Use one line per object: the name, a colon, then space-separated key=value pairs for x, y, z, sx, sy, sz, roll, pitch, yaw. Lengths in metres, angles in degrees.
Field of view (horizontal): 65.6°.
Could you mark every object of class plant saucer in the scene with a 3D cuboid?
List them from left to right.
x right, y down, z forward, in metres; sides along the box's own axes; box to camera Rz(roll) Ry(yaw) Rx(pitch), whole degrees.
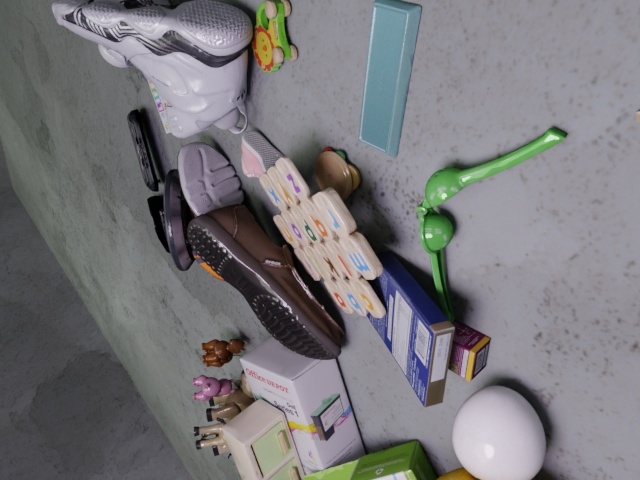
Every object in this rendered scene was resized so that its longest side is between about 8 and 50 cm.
plant saucer: x=0.082 y=-0.202 z=0.634 sx=0.067 sy=0.018 sz=0.192 roll=34 pitch=137 yaw=34

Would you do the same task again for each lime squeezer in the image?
lime squeezer: x=0.173 y=-0.024 z=0.620 sx=0.110 sy=0.058 sz=0.310 roll=20 pitch=132 yaw=5

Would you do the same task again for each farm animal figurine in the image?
farm animal figurine: x=-0.191 y=0.405 z=1.210 sx=0.330 sy=0.172 sz=0.326 roll=-104 pitch=9 yaw=-55

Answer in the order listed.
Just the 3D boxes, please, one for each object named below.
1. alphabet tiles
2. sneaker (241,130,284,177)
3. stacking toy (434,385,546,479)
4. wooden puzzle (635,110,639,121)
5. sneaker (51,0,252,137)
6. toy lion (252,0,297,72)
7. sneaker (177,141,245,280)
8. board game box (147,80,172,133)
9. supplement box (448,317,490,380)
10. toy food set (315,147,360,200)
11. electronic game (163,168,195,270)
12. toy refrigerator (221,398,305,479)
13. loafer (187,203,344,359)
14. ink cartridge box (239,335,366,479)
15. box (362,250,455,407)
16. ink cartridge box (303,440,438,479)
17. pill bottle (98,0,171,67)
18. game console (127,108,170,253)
alphabet tiles: x=0.000 y=0.000 z=0.784 sx=0.278 sy=0.021 sz=0.284 roll=58 pitch=161 yaw=-6
sneaker: x=-0.097 y=-0.127 z=0.879 sx=0.134 sy=0.051 sz=0.070 roll=50 pitch=145 yaw=21
stacking toy: x=0.221 y=0.432 z=0.648 sx=0.351 sy=0.351 sz=0.479 roll=9 pitch=95 yaw=48
wooden puzzle: x=0.312 y=-0.102 z=0.419 sx=0.083 sy=0.006 sz=0.049 roll=30 pitch=133 yaw=37
sneaker: x=-0.279 y=-0.299 z=0.845 sx=0.366 sy=0.137 sz=0.210 roll=17 pitch=137 yaw=16
toy lion: x=-0.077 y=-0.308 z=0.757 sx=0.096 sy=0.034 sz=0.100 roll=26 pitch=131 yaw=50
sneaker: x=-0.230 y=-0.035 z=1.039 sx=0.180 sy=0.125 sz=0.321 roll=-16 pitch=99 yaw=53
board game box: x=-0.325 y=-0.312 z=1.062 sx=0.103 sy=0.026 sz=0.154 roll=2 pitch=114 yaw=51
supplement box: x=0.190 y=0.149 z=0.702 sx=0.083 sy=0.043 sz=0.054 roll=27 pitch=132 yaw=39
toy food set: x=0.022 y=-0.102 z=0.770 sx=0.082 sy=0.020 sz=0.083 roll=54 pitch=144 yaw=12
electronic game: x=-0.314 y=-0.045 z=1.115 sx=0.229 sy=0.048 sz=0.229 roll=176 pitch=90 yaw=-86
toy refrigerator: x=-0.099 y=0.475 z=1.024 sx=0.094 sy=0.102 sz=0.269 roll=9 pitch=121 yaw=49
loafer: x=-0.075 y=0.068 z=0.916 sx=0.366 sy=0.130 sz=0.134 roll=49 pitch=145 yaw=-9
ink cartridge box: x=-0.037 y=0.357 z=1.055 sx=0.201 sy=0.117 sz=0.278 roll=3 pitch=115 yaw=51
box: x=0.117 y=0.111 z=0.727 sx=0.225 sy=0.037 sz=0.136 roll=-124 pitch=27 yaw=-54
ink cartridge box: x=0.098 y=0.499 z=0.895 sx=0.255 sy=0.097 sz=0.188 roll=-27 pitch=90 yaw=21
pill bottle: x=-0.376 y=-0.419 z=0.985 sx=0.187 sy=0.112 sz=0.112 roll=-11 pitch=103 yaw=53
game console: x=-0.410 y=-0.141 z=1.232 sx=0.213 sy=0.044 sz=0.361 roll=25 pitch=129 yaw=60
